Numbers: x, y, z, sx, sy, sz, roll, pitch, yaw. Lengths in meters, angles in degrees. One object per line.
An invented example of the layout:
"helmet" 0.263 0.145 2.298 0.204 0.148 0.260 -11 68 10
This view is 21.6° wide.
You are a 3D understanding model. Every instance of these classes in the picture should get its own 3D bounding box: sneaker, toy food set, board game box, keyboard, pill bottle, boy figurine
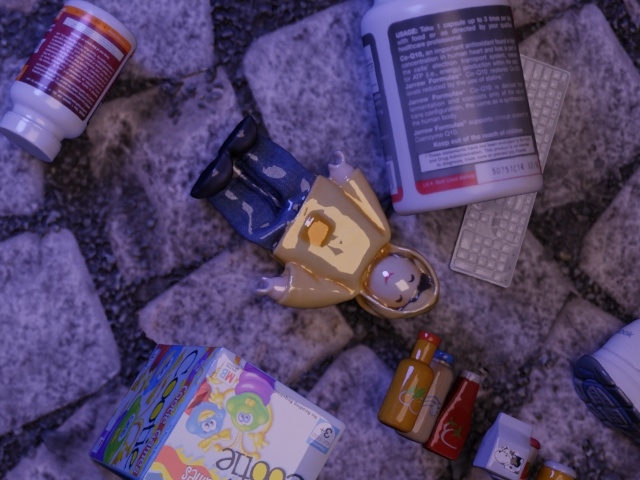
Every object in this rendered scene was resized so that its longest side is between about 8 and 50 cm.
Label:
"sneaker" 0.416 0.212 1.861 0.129 0.111 0.297 -42 100 -21
"toy food set" 0.172 0.188 1.779 0.232 0.111 0.104 25 81 -12
"board game box" -0.106 0.194 1.608 0.144 0.275 0.142 34 78 -13
"keyboard" 0.211 -0.079 1.857 0.072 0.014 0.256 19 81 -15
"pill bottle" -0.256 -0.159 1.678 0.086 0.086 0.152 34 78 -13
"boy figurine" 0.000 0.000 1.749 0.285 0.092 0.177 38 75 -9
"pill bottle" 0.132 -0.177 1.761 0.161 0.161 0.283 -10 91 -17
